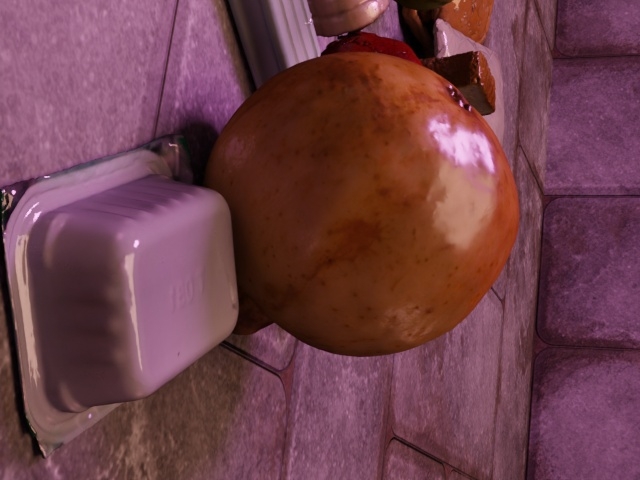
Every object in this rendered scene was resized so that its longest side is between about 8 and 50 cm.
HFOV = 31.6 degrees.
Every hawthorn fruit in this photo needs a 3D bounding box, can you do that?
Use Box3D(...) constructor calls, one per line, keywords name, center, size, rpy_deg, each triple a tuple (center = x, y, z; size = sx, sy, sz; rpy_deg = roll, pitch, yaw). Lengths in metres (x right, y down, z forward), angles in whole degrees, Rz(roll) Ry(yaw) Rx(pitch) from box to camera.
Box3D(name="hawthorn fruit", center=(0.061, -0.227, 1.663), size=(0.235, 0.181, 0.181), rpy_deg=(-12, 102, -73))

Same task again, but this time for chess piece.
Box3D(name="chess piece", center=(-0.012, -0.439, 1.577), size=(0.301, 0.137, 0.137), rpy_deg=(64, 31, -30))

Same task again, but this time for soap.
Box3D(name="soap", center=(-0.062, -0.295, 1.487), size=(0.119, 0.066, 0.198), rpy_deg=(-69, 152, -45))

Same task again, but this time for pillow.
Box3D(name="pillow", center=(0.285, -0.254, 2.154), size=(0.274, 0.076, 0.281), rpy_deg=(13, 76, -58))

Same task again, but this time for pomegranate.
Box3D(name="pomegranate", center=(0.029, -0.024, 1.362), size=(0.410, 0.410, 0.410), rpy_deg=(1, 90, -70))

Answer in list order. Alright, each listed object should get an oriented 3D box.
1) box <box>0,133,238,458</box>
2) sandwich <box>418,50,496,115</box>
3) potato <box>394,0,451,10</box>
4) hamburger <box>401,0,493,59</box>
Box3D(name="box", center=(-0.175, 0.044, 1.146), size=(0.336, 0.106, 0.264), rpy_deg=(-36, 124, -66))
Box3D(name="sandwich", center=(0.189, -0.265, 1.949), size=(0.186, 0.214, 0.065), rpy_deg=(31, 61, -68))
Box3D(name="potato", center=(0.179, -0.514, 1.887), size=(0.304, 0.215, 0.216), rpy_deg=(110, -7, -63))
Box3D(name="hamburger", center=(0.256, -0.489, 2.230), size=(0.283, 0.144, 0.260), rpy_deg=(37, 57, -68))
